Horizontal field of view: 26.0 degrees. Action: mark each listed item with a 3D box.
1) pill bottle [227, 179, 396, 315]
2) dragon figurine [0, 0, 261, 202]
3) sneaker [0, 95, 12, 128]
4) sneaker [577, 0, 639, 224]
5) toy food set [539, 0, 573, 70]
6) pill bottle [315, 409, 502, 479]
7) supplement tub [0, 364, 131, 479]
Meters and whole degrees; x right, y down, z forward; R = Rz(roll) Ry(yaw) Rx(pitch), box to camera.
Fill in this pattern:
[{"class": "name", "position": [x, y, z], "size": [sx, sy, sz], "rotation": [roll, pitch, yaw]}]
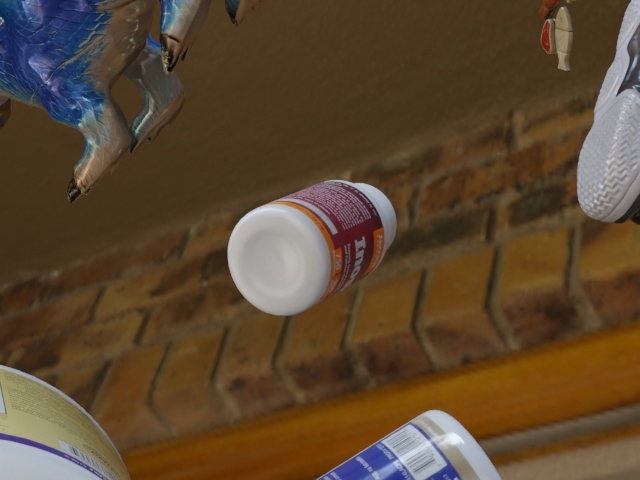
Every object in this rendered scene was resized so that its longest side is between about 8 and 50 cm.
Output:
[{"class": "pill bottle", "position": [0.000, 0.000, 1.083], "size": [0.086, 0.152, 0.086], "rotation": [8, -73, 27]}, {"class": "dragon figurine", "position": [-0.098, -0.115, 0.521], "size": [0.144, 0.085, 0.289], "rotation": [43, -45, -1]}, {"class": "sneaker", "position": [-0.334, -0.115, 1.269], "size": [0.086, 0.132, 0.228], "rotation": [-12, -20, 0]}, {"class": "sneaker", "position": [0.297, -0.118, 1.021], "size": [0.153, 0.268, 0.101], "rotation": [22, -9, -6]}, {"class": "toy food set", "position": [0.231, -0.231, 1.336], "size": [0.019, 0.078, 0.122], "rotation": [-9, -63, -15]}, {"class": "pill bottle", "position": [0.031, 0.274, 1.197], "size": [0.265, 0.153, 0.153], "rotation": [-30, -58, -11]}, {"class": "supplement tub", "position": [-0.209, 0.197, 0.772], "size": [0.241, 0.331, 0.241], "rotation": [-1, -85, -15]}]
